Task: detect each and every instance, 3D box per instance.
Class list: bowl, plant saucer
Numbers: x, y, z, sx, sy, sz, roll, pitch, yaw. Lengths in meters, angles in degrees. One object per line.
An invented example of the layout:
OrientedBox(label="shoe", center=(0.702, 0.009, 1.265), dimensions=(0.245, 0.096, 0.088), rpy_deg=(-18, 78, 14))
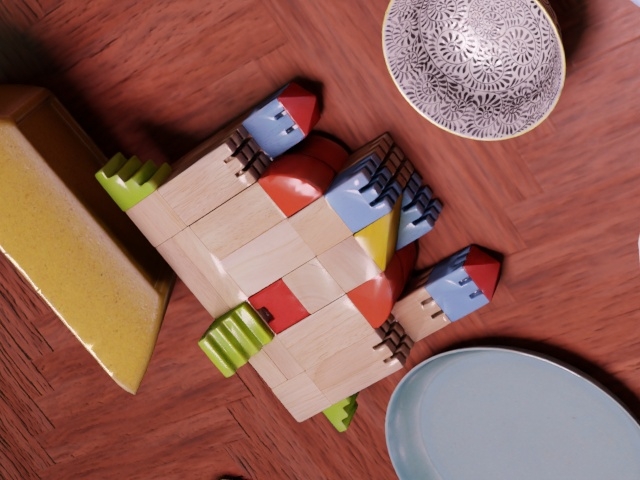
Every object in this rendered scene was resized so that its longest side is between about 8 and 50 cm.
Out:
OrientedBox(label="bowl", center=(0.147, -0.180, 1.313), dimensions=(0.170, 0.080, 0.170), rpy_deg=(16, 129, 21))
OrientedBox(label="plant saucer", center=(0.222, 0.233, 1.597), dimensions=(0.318, 0.043, 0.317), rpy_deg=(15, 129, 20))
OrientedBox(label="plant saucer", center=(-0.256, -0.032, 1.552), dimensions=(0.081, 0.333, 0.332), rpy_deg=(-38, 101, 8))

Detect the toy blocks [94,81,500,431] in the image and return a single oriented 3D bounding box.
OrientedBox(label="toy blocks", center=(0.000, 0.000, 1.492), dimensions=(0.261, 0.190, 0.381), rpy_deg=(-32, 103, 30))

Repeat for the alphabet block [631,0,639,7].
OrientedBox(label="alphabet block", center=(0.249, -0.321, 1.069), dimensions=(0.192, 0.197, 0.193), rpy_deg=(41, 133, 0))

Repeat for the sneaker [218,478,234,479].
OrientedBox(label="sneaker", center=(-0.059, 0.357, 1.853), dimensions=(0.188, 0.067, 0.078), rpy_deg=(25, 153, 11))

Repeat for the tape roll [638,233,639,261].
OrientedBox(label="tape roll", center=(0.421, 0.002, 1.270), dimensions=(0.286, 0.100, 0.286), rpy_deg=(17, 130, 21))
